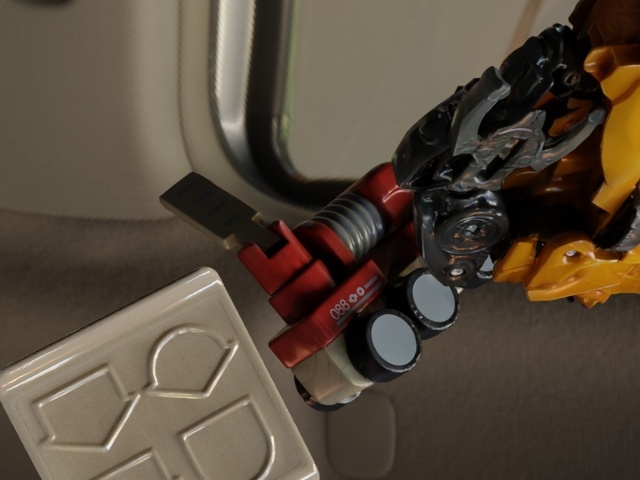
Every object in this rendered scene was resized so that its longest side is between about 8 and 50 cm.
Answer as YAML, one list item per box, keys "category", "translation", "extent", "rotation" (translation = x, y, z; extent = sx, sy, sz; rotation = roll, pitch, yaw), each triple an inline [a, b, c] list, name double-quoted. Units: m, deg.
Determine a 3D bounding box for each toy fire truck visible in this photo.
- category: "toy fire truck"
  translation: [0.000, 0.000, 0.969]
  extent: [0.246, 0.158, 0.217]
  rotation: [50, -128, -2]

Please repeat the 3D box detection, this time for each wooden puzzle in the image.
- category: "wooden puzzle"
  translation: [-0.213, 0.252, 1.461]
  extent: [0.322, 0.347, 0.080]
  rotation: [-27, -172, -12]

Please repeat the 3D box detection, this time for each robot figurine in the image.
- category: "robot figurine"
  translation: [0.142, -0.074, 0.357]
  extent: [0.211, 0.291, 0.085]
  rotation: [2, -125, -15]
